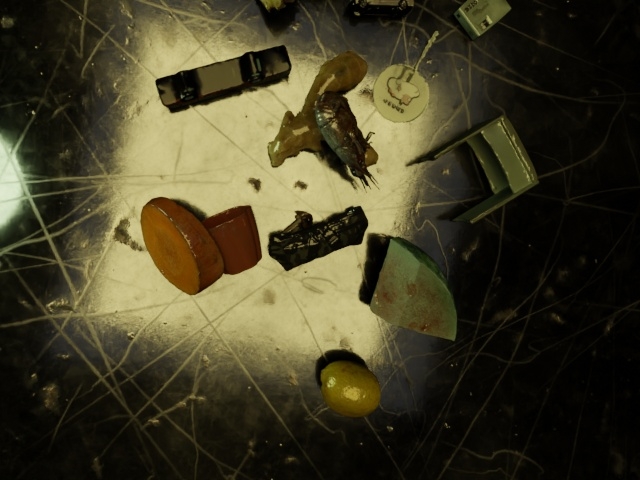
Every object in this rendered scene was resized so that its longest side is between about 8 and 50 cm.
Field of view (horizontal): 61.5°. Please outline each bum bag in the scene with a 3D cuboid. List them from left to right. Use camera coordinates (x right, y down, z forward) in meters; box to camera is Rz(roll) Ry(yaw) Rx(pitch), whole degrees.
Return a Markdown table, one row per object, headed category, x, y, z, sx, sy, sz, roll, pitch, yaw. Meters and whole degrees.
| category | x | y | z | sx | sy | sz | roll | pitch | yaw |
| --- | --- | --- | --- | --- | --- | --- | --- | --- | --- |
| bum bag | 0.000 | 0.000 | 1.700 | 0.340 | 0.095 | 0.144 | -20 | 123 | -15 |

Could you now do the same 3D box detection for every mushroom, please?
| category | x | y | z | sx | sy | sz | roll | pitch | yaw |
| --- | --- | --- | --- | --- | --- | --- | --- | --- | --- |
| mushroom | -0.102 | -0.026 | 1.723 | 0.187 | 0.060 | 0.061 | -39 | 55 | 4 |

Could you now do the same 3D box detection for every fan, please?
| category | x | y | z | sx | sy | sz | roll | pitch | yaw |
| --- | --- | --- | --- | --- | --- | --- | --- | --- | --- |
| fan | 0.297 | -0.538 | 1.756 | 0.190 | 0.009 | 0.329 | 28 | 93 | -7 |

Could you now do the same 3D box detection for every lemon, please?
| category | x | y | z | sx | sy | sz | roll | pitch | yaw |
| --- | --- | --- | --- | --- | --- | --- | --- | --- | --- |
| lemon | 0.094 | 0.475 | 1.726 | 0.207 | 0.170 | 0.170 | 18 | 92 | -6 |

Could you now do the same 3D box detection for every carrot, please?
| category | x | y | z | sx | sy | sz | roll | pitch | yaw |
| --- | --- | --- | --- | --- | --- | --- | --- | --- | --- |
| carrot | -0.420 | 0.013 | 1.590 | 0.307 | 0.258 | 0.100 | 55 | 49 | -7 |

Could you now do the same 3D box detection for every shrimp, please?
| category | x | y | z | sx | sy | sz | roll | pitch | yaw |
| --- | --- | --- | --- | --- | --- | --- | --- | --- | --- |
| shrimp | 0.090 | -0.289 | 1.608 | 0.116 | 0.145 | 0.343 | -17 | 118 | 30 |

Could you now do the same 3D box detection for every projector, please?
| category | x | y | z | sx | sy | sz | roll | pitch | yaw |
| --- | --- | --- | --- | --- | --- | --- | --- | --- | --- |
| projector | 0.523 | -0.742 | 1.746 | 0.147 | 0.061 | 0.115 | -41 | 96 | -3 |

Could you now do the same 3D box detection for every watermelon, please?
| category | x | y | z | sx | sy | sz | roll | pitch | yaw |
| --- | --- | --- | --- | --- | --- | --- | --- | --- | --- |
| watermelon | 0.275 | 0.162 | 1.711 | 0.258 | 0.228 | 0.387 | -32 | 106 | 5 |

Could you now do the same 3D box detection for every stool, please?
| category | x | y | z | sx | sy | sz | roll | pitch | yaw |
| --- | --- | --- | --- | --- | --- | --- | --- | --- | --- |
| stool | 0.505 | -0.224 | 1.726 | 0.269 | 0.170 | 0.244 | -31 | 96 | -4 |

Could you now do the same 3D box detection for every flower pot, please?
| category | x | y | z | sx | sy | sz | roll | pitch | yaw |
| --- | --- | --- | --- | --- | --- | --- | --- | --- | --- |
| flower pot | -0.267 | 0.004 | 1.646 | 0.190 | 0.190 | 0.173 | -24 | 106 | -5 |

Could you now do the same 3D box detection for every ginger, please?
| category | x | y | z | sx | sy | sz | roll | pitch | yaw |
| --- | --- | --- | --- | --- | --- | --- | --- | --- | --- |
| ginger | 0.002 | -0.397 | 1.676 | 0.347 | 0.122 | 0.364 | -8 | 105 | -15 |

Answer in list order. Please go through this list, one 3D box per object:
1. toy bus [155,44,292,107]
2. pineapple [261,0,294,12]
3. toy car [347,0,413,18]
| category | x | y | z | sx | sy | sz | roll | pitch | yaw |
| --- | --- | --- | --- | --- | --- | --- | --- | --- | --- |
| toy bus | -0.292 | -0.498 | 1.644 | 0.408 | 0.092 | 0.093 | -17 | 94 | -6 |
| pineapple | -0.043 | -0.820 | 1.617 | 0.271 | 0.262 | 0.263 | -16 | 96 | -29 |
| toy car | 0.188 | -0.764 | 1.689 | 0.209 | 0.089 | 0.108 | -2 | 94 | -9 |
